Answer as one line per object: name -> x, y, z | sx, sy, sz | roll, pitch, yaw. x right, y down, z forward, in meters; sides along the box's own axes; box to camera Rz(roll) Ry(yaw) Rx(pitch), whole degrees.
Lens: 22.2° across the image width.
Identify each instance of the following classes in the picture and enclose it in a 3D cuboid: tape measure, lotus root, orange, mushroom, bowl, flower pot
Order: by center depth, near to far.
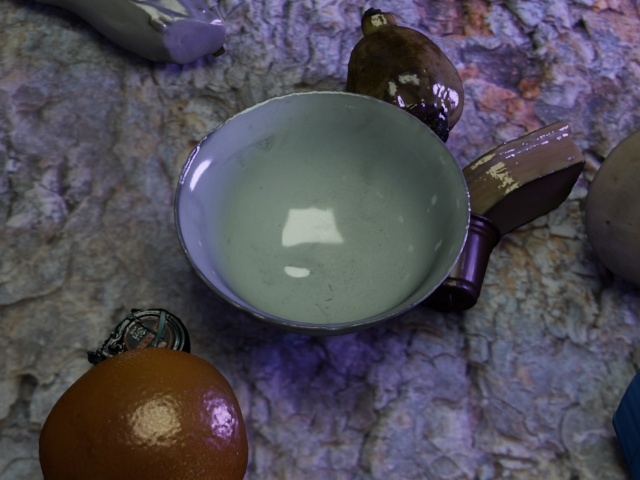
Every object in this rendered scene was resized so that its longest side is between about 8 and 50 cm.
orange -> -0.169, 0.200, 1.559 | 0.206, 0.206, 0.206 | 5, 51, -6
tape measure -> -0.182, 0.117, 1.707 | 0.091, 0.054, 0.094 | 38, 62, 18
bowl -> 0.000, 0.000, 1.762 | 0.313, 0.146, 0.313 | 1, 55, -1
flower pot -> 0.144, 0.029, 1.808 | 0.111, 0.111, 0.089 | 8, 64, -3
mushroom -> 0.401, -0.056, 1.852 | 0.206, 0.206, 0.209 | 11, 46, 0
lotus root -> 0.096, -0.191, 1.954 | 0.138, 0.138, 0.214 | -4, 53, -12
mushroom -> -0.279, -0.308, 2.010 | 0.351, 0.097, 0.109 | 23, 49, 14

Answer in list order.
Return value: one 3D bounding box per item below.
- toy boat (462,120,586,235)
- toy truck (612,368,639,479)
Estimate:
toy boat -> 0.216, -0.060, 1.875 | 0.188, 0.116, 0.061 | -24, 66, -28
toy truck -> 0.509, 0.188, 1.695 | 0.385, 0.162, 0.161 | -5, 51, -14
